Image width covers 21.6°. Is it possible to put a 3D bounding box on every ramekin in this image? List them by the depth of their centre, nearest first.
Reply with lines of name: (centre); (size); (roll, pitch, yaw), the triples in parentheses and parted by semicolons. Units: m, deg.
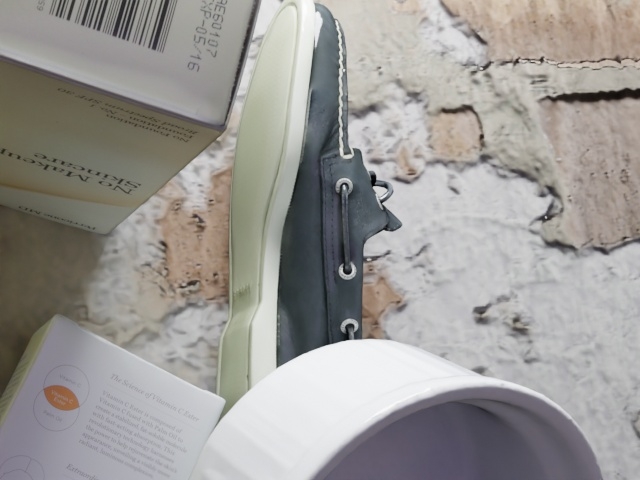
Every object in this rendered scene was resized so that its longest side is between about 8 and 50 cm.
ramekin: (0.039, 0.199, 1.098); (0.277, 0.135, 0.277); (-11, 112, -29)

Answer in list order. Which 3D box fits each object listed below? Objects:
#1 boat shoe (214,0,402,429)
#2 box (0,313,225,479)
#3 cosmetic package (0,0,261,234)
boat shoe: (0.001, 0.000, 1.181); (0.113, 0.127, 0.340); (7, 79, -19)
box: (-0.162, 0.156, 1.110); (0.130, 0.091, 0.170); (29, 72, -11)
cosmetic package: (-0.158, -0.103, 1.047); (0.160, 0.309, 0.113); (17, 74, -14)
